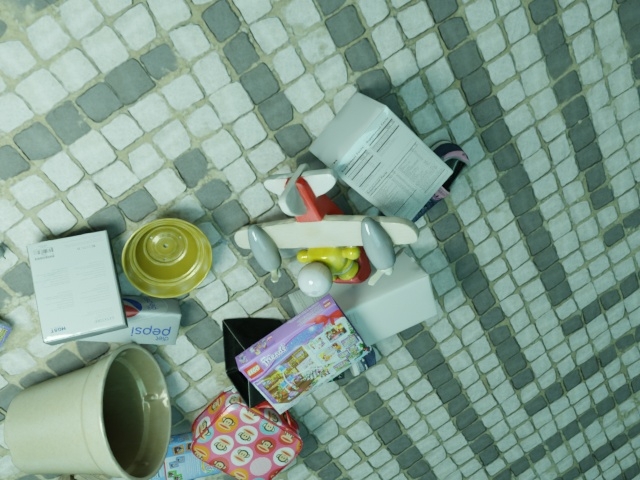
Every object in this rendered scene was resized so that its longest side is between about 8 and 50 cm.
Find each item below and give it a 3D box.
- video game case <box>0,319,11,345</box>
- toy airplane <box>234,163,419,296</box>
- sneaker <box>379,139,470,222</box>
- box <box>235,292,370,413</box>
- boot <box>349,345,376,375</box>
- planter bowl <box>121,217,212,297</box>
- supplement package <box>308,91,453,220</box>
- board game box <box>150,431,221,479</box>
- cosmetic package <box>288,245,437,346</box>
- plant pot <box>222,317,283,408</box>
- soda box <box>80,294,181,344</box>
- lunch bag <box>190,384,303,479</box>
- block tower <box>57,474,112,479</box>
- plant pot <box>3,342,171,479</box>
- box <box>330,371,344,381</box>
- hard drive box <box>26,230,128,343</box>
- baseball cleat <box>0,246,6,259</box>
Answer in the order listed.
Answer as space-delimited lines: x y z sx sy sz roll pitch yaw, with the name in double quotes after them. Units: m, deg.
-0.898 0.267 1.359 0.244 0.061 0.269 40 76 -45 "video game case"
0.000 0.000 1.455 0.385 0.386 0.272 19 66 -12 "toy airplane"
0.282 -0.129 1.633 0.112 0.131 0.319 29 102 -28 "sneaker"
-0.042 0.295 1.538 0.293 0.057 0.200 -34 121 -1 "box"
0.115 0.329 1.832 0.086 0.069 0.189 -27 128 -14 "boot"
-0.386 0.029 1.495 0.217 0.090 0.217 -8 116 -17 "planter bowl"
0.150 -0.204 1.512 0.263 0.199 0.198 36 98 -29 "supplement package"
-0.413 0.660 1.809 0.212 0.039 0.160 -6 116 -16 "board game box"
0.117 0.180 1.684 0.366 0.197 0.155 -22 119 -7 "cosmetic package"
-0.162 0.323 1.670 0.167 0.188 0.187 -12 117 -27 "plant pot"
-0.511 0.200 1.530 0.287 0.091 0.098 8 110 -22 "soda box"
-0.202 0.560 1.734 0.293 0.120 0.258 40 100 -22 "lunch bag"
-0.591 0.594 1.686 0.335 0.091 0.097 -42 121 2 "block tower"
-0.589 0.450 1.491 0.306 0.333 0.333 -13 119 10 "plant pot"
0.026 0.396 1.826 0.083 0.062 0.052 -12 116 -14 "box"
-0.568 0.111 1.400 0.181 0.089 0.232 -11 79 -15 "hard drive box"
-0.836 0.041 1.354 0.206 0.072 0.109 -25 115 -10 "baseball cleat"
